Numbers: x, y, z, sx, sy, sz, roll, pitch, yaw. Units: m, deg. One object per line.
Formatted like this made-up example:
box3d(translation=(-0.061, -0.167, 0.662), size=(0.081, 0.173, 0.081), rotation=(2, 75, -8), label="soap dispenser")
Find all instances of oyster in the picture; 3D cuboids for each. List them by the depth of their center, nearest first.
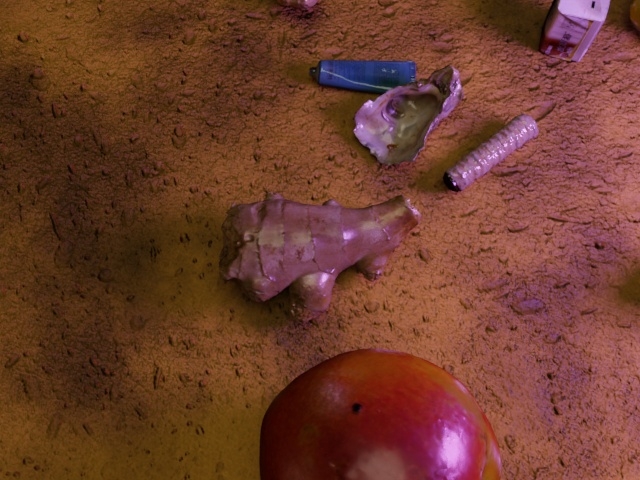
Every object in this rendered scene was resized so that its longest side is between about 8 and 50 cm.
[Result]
box3d(translation=(0.188, -0.254, 1.353), size=(0.233, 0.107, 0.161), rotation=(-43, 80, 10), label="oyster")

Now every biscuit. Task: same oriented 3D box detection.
box3d(translation=(0.336, -0.171, 1.331), size=(0.219, 0.055, 0.061), rotation=(-38, 111, -7), label="biscuit")

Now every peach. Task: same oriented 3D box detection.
box3d(translation=(0.079, 0.352, 1.045), size=(0.389, 0.388, 0.387), rotation=(-1, 74, 3), label="peach")

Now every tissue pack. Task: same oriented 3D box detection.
box3d(translation=(0.511, -0.451, 1.354), size=(0.099, 0.148, 0.106), rotation=(15, 75, 7), label="tissue pack")

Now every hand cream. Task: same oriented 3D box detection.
box3d(translation=(0.089, -0.349, 1.410), size=(0.225, 0.048, 0.083), rotation=(4, 74, -2), label="hand cream")

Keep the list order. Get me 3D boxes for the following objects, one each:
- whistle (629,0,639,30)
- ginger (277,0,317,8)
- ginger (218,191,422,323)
box3d(translation=(0.712, -0.443, 1.378), size=(0.123, 0.123, 0.223), rotation=(-27, 95, -5), label="whistle")
box3d(translation=(-0.022, -0.701, 1.490), size=(0.363, 0.122, 0.348), rotation=(-41, 73, -3), label="ginger")
box3d(translation=(0.001, 0.023, 1.241), size=(0.376, 0.166, 0.236), rotation=(-3, 64, 9), label="ginger")
